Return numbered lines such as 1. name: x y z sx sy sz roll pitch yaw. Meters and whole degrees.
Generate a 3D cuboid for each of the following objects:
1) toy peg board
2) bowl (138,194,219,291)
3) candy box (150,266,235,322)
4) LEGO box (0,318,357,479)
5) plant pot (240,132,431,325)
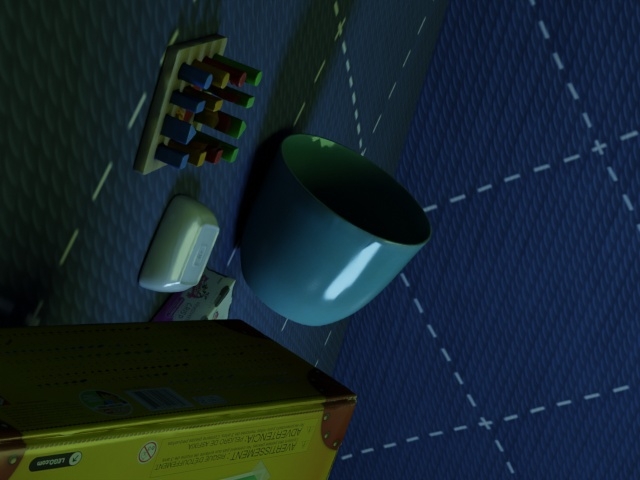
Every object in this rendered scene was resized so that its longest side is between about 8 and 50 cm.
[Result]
1. toy peg board: -0.143 -0.159 1.512 0.160 0.079 0.161 -41 152 -68
2. bowl: -0.191 0.011 1.709 0.142 0.053 0.142 20 92 -78
3. candy box: -0.210 0.174 1.900 0.159 0.071 0.233 -55 165 -47
4. LEGO box: -0.235 0.283 1.158 0.500 0.193 0.372 3 112 -52
5. plant pot: 0.000 0.000 2.059 0.235 0.293 0.293 -55 175 24
